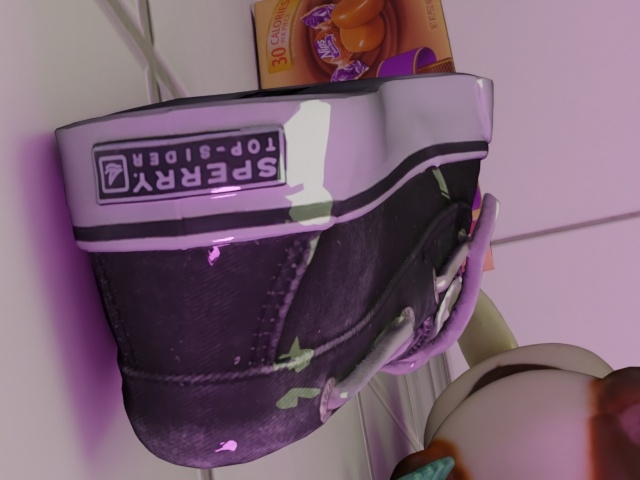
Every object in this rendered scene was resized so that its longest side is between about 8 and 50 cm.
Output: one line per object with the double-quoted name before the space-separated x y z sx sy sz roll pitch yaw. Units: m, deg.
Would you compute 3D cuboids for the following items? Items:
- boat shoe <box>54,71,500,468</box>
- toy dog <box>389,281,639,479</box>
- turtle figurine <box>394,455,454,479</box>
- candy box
"boat shoe" 0.004 0.000 0.474 0.306 0.113 0.105 -45 129 -79
"toy dog" 0.201 0.203 1.108 0.408 0.285 0.395 36 42 -78
"turtle figurine" 0.098 0.247 0.836 0.234 0.118 0.175 64 -11 10
"candy box" 0.026 -0.061 0.777 0.053 0.109 0.186 70 11 -52
